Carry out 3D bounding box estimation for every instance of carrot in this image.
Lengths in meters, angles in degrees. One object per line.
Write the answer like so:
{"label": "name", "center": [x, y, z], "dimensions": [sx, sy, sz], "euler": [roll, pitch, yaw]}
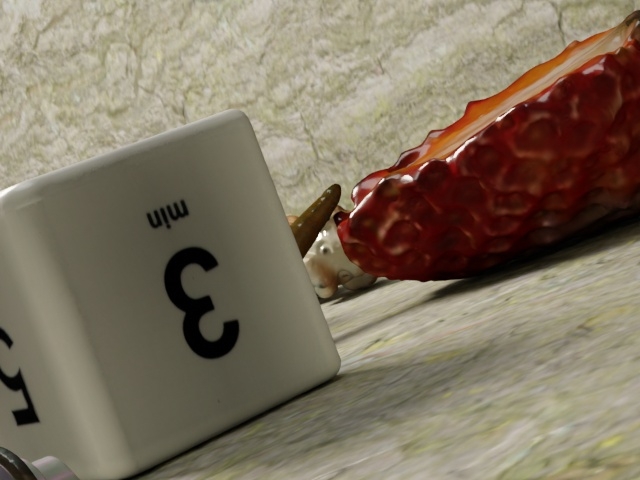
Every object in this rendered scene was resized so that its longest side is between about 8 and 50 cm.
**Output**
{"label": "carrot", "center": [-0.044, 0.034, 1.357], "dimensions": [0.049, 0.049, 0.254], "euler": [-17, 28, 47]}

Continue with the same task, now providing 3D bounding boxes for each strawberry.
{"label": "strawberry", "center": [0.179, -0.054, 1.386], "dimensions": [0.336, 0.149, 0.265], "euler": [-31, 8, 5]}

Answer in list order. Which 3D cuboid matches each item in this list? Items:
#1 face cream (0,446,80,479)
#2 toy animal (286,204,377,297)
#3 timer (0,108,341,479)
{"label": "face cream", "center": [-0.207, 0.156, 0.758], "dimensions": [0.229, 0.075, 0.075], "euler": [-24, 4, -38]}
{"label": "toy animal", "center": [0.012, 0.007, 1.701], "dimensions": [0.184, 0.104, 0.185], "euler": [-14, -7, -43]}
{"label": "timer", "center": [-0.134, 0.042, 1.131], "dimensions": [0.192, 0.195, 0.194], "euler": [-23, 5, -35]}
